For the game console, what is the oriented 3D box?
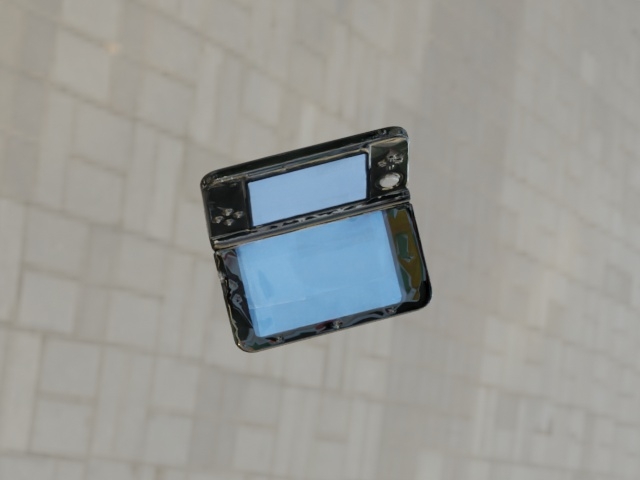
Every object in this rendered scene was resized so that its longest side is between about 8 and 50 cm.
[{"bbox_3d":[0.000,0.000,1.096,0.107,0.122,0.071,87,-13,-62],"label":"game console"}]
